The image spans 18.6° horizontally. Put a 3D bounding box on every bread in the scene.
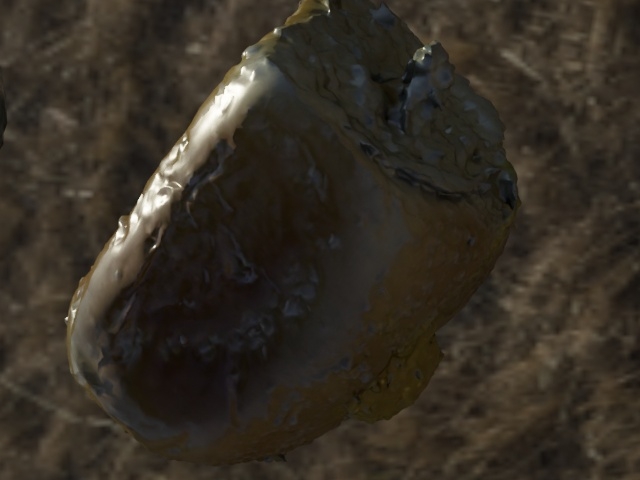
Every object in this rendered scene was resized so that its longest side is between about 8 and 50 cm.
[{"bbox_3d":[0.000,0.000,0.995,0.176,0.195,0.246,38,115,-4],"label":"bread"}]

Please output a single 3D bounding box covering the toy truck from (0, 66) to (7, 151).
[{"bbox_3d":[-0.149,0.040,0.313,0.173,0.207,0.387,-172,70,-88],"label":"toy truck"}]
